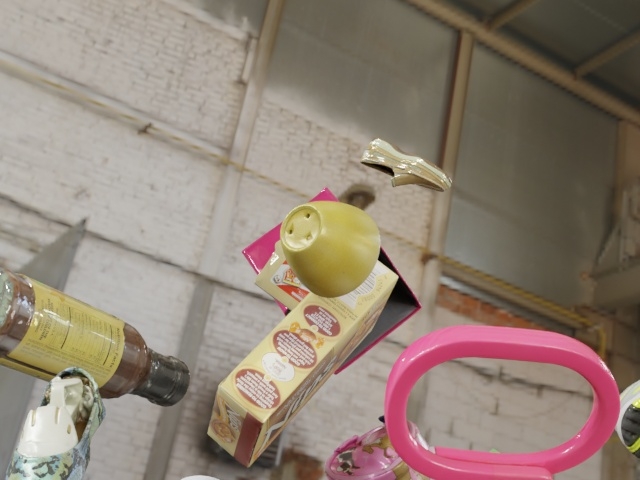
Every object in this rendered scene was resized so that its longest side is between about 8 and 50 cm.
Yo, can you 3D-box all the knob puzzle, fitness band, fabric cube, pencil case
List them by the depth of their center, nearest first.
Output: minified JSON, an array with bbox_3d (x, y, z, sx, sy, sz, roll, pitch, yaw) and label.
[{"bbox_3d":[0.223,0.206,1.220,0.290,0.209,0.054,5,20,-3],"label":"fitness band"},{"bbox_3d":[0.162,0.457,1.518,0.160,0.167,0.386,-26,-74,20],"label":"pencil case"},{"bbox_3d":[-0.013,0.062,2.013,0.213,0.213,0.030,13,-17,-3],"label":"knob puzzle"},{"bbox_3d":[0.023,0.088,2.221,0.259,0.254,0.258,54,-2,-40],"label":"fabric cube"}]

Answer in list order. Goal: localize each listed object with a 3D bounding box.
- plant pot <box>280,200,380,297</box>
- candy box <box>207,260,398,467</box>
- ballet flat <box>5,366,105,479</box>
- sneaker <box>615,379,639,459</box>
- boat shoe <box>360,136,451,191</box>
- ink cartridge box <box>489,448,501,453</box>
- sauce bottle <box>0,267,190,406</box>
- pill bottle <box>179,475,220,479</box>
[{"bbox_3d":[0.000,0.000,1.332,0.134,0.134,0.095,-5,-23,32],"label":"plant pot"},{"bbox_3d":[-0.026,0.169,1.454,0.087,0.316,0.183,38,-32,13],"label":"candy box"},{"bbox_3d":[-0.224,0.158,0.831,0.070,0.070,0.188,16,12,-9],"label":"ballet flat"},{"bbox_3d":[0.574,0.178,1.336,0.384,0.145,0.147,-17,6,2],"label":"sneaker"},{"bbox_3d":[0.163,-0.130,1.919,0.190,0.072,0.068,28,-17,29],"label":"boat shoe"},{"bbox_3d":[0.357,0.477,1.673,0.219,0.092,0.160,33,-24,31],"label":"ink cartridge box"},{"bbox_3d":[-0.301,0.139,1.255,0.111,0.111,0.344,-5,-25,31],"label":"sauce bottle"},{"bbox_3d":[-0.182,0.459,1.383,0.136,0.246,0.136,2,-52,3],"label":"pill bottle"}]
